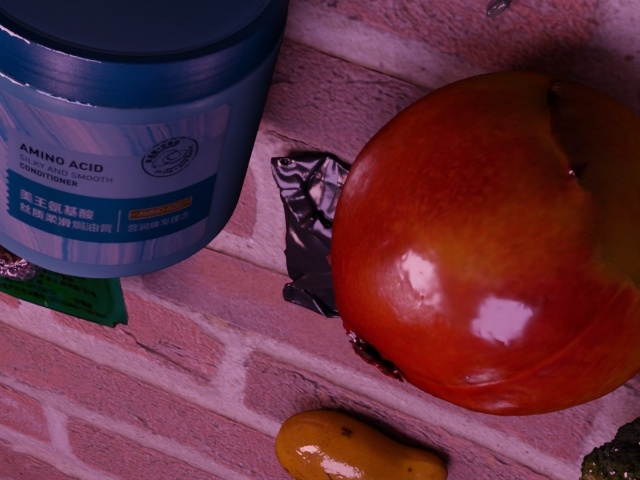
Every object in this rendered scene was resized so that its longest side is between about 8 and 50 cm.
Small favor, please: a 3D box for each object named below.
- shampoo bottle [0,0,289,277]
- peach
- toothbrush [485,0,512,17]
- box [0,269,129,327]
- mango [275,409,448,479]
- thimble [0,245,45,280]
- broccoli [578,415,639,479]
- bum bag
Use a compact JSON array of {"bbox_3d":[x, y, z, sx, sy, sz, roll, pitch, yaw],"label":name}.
[{"bbox_3d":[-0.216,-0.181,1.268,0.331,0.331,0.342,25,142,5],"label":"shampoo bottle"},{"bbox_3d":[0.180,0.014,1.230,0.370,0.370,0.370,17,139,15],"label":"peach"},{"bbox_3d":[0.227,-0.260,1.162,0.014,0.017,0.194,40,137,-21],"label":"toothbrush"},{"bbox_3d":[-0.375,-0.043,1.685,0.264,0.106,0.336,15,138,16],"label":"box"},{"bbox_3d":[0.055,0.335,1.826,0.262,0.109,0.157,16,135,13],"label":"mango"},{"bbox_3d":[-0.383,-0.019,1.564,0.118,0.090,0.135,21,138,6],"label":"thimble"},{"bbox_3d":[0.459,0.326,1.454,0.304,0.283,0.321,-5,148,-8],"label":"broccoli"},{"bbox_3d":[0.000,0.000,1.541,0.123,0.060,0.248,12,137,21],"label":"bum bag"}]
